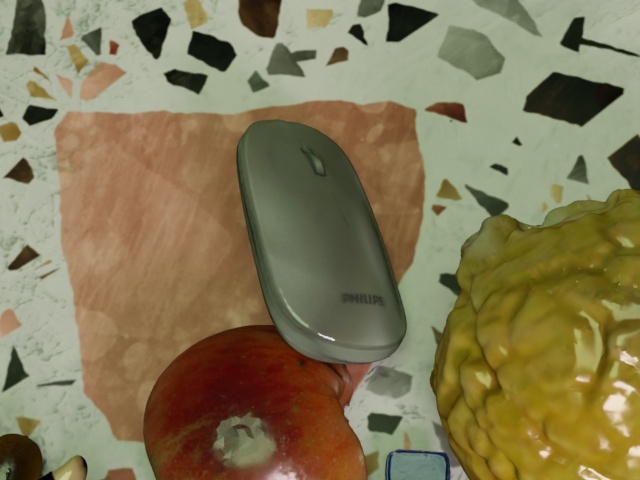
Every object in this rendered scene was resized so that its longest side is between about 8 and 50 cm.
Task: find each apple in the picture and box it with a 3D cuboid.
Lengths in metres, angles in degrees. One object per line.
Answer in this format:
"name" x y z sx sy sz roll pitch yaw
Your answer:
"apple" -0.074 0.226 1.804 0.251 0.163 0.293 -20 72 0

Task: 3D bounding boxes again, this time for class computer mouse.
"computer mouse" 0.004 -0.004 1.867 0.095 0.197 0.331 -38 60 40

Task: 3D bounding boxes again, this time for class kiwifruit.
"kiwifruit" -0.373 0.288 1.859 0.075 0.075 0.124 17 70 11

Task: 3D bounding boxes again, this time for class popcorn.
"popcorn" 0.300 0.138 1.702 0.344 0.354 0.390 17 71 -9

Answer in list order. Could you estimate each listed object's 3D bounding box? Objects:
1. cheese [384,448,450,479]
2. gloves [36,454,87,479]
"cheese" 0.104 0.363 1.790 0.156 0.064 0.250 1 74 4
"gloves" -0.300 0.360 1.778 0.301 0.152 0.197 -25 85 23
